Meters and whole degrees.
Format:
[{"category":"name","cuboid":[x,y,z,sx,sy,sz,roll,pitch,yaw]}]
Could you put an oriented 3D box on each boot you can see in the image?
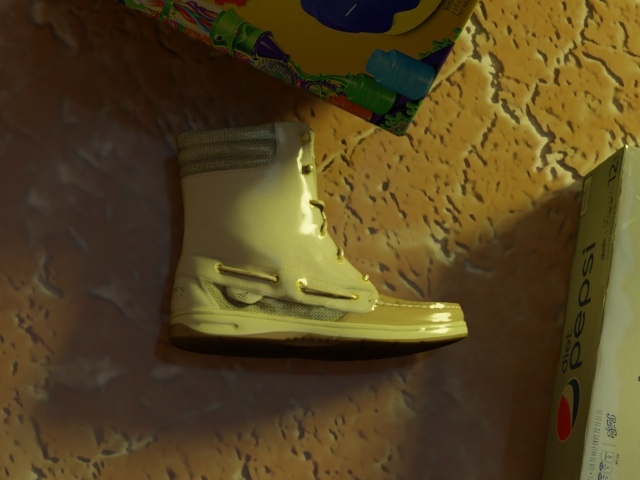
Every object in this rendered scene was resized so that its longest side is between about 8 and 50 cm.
[{"category":"boot","cuboid":[0.000,0.000,1.179,0.213,0.077,0.165,3,74,-12]}]

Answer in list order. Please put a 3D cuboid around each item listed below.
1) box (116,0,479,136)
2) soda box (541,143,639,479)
[{"category":"box","cuboid":[0.002,-0.276,1.113,0.279,0.290,0.177,25,29,-6]},{"category":"soda box","cuboid":[0.230,0.084,1.203,0.098,0.091,0.286,12,74,-9]}]
